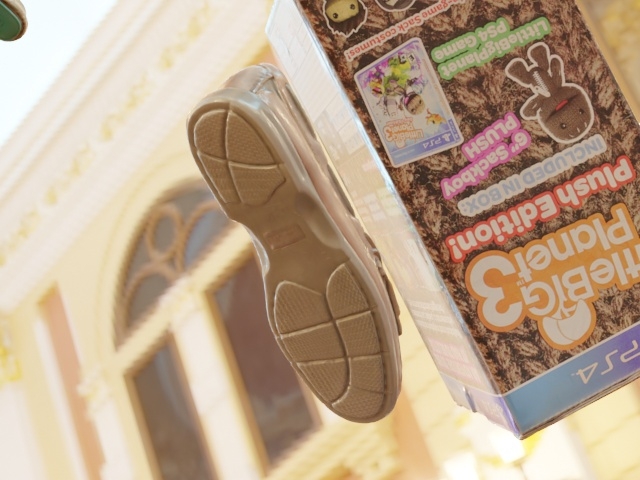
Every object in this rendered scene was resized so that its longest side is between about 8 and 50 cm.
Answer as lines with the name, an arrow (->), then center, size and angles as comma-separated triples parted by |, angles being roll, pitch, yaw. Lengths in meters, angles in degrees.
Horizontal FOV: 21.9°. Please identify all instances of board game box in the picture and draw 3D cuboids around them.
board game box -> 0.096, -0.048, 1.012 | 0.141, 0.291, 0.232 | -27, 2, -4

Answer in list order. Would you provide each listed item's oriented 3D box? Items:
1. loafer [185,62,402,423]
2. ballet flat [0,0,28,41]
loafer -> 0.000, 0.000, 0.545 | 0.045, 0.039, 0.125 | -11, -66, 35
ballet flat -> -0.361, -0.268, 1.674 | 0.057, 0.052, 0.168 | -32, -62, 18
